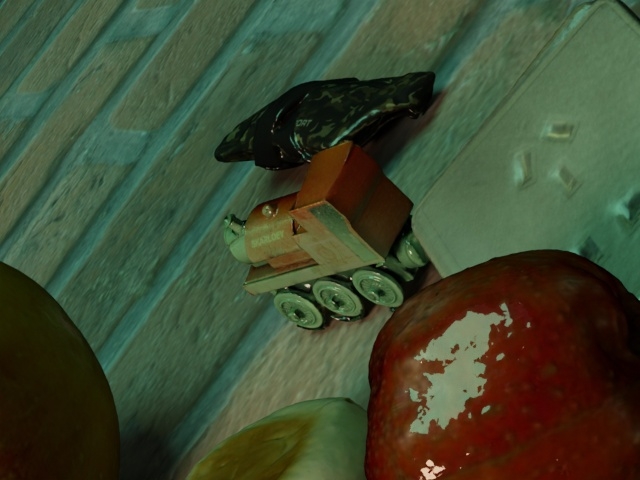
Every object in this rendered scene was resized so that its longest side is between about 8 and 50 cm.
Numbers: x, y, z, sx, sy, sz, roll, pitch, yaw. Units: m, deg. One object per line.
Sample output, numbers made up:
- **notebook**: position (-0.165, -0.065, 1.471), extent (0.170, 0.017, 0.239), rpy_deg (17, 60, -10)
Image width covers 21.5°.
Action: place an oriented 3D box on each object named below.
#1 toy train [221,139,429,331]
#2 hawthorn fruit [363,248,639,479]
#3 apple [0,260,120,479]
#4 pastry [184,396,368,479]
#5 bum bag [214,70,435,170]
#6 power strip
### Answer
- **toy train**: position (0.000, 0.000, 1.203), extent (0.176, 0.118, 0.074), rpy_deg (-14, 39, 51)
- **hawthorn fruit**: position (0.116, 0.077, 0.836), extent (0.194, 0.157, 0.157), rpy_deg (-36, 27, 27)
- **apple**: position (-0.338, 0.175, 1.249), extent (0.384, 0.374, 0.374), rpy_deg (-37, 26, 14)
- **pastry**: position (-0.021, 0.166, 1.019), extent (0.156, 0.092, 0.156), rpy_deg (-35, 24, 18)
- **bum bag**: position (-0.004, -0.100, 1.421), extent (0.102, 0.069, 0.248), rpy_deg (-21, 7, -30)
- **power strip**: position (0.164, -0.016, 0.993), extent (0.198, 0.064, 0.213), rpy_deg (-50, 37, 16)
